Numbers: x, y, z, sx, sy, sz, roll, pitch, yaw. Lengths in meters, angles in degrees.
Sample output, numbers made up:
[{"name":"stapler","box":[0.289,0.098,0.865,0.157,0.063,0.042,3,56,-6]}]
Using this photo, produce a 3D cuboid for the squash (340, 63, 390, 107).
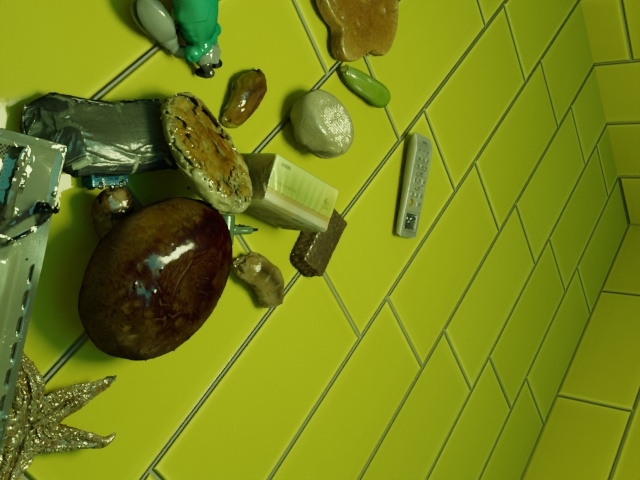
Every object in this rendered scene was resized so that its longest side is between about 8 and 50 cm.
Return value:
[{"name":"squash","box":[0.123,-0.421,1.911,0.201,0.066,0.066,26,74,-45]}]

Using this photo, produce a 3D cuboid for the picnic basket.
[{"name":"picnic basket","box":[0.000,0.000,1.817,0.110,0.055,0.193,47,61,-41]}]

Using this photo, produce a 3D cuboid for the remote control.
[{"name":"remote control","box":[0.275,-0.166,2.128,0.109,0.055,0.313,9,92,-56]}]

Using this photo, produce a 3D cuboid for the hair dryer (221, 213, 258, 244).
[{"name":"hair dryer","box":[-0.189,-0.024,1.611,0.150,0.047,0.071,-1,97,-60]}]

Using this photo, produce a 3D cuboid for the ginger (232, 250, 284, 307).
[{"name":"ginger","box":[-0.136,0.093,1.656,0.095,0.069,0.190,-45,131,-6]}]

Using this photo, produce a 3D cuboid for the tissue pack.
[{"name":"tissue pack","box":[-0.095,-0.108,1.611,0.234,0.159,0.125,26,75,-48]}]

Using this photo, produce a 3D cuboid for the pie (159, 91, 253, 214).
[{"name":"pie","box":[-0.225,-0.174,1.404,0.274,0.055,0.274,54,20,-30]}]

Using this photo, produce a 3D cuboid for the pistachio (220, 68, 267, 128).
[{"name":"pistachio","box":[-0.168,-0.327,1.589,0.089,0.049,0.173,52,56,-38]}]

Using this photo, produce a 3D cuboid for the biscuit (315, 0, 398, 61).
[{"name":"biscuit","box":[0.089,-0.602,1.855,0.344,0.057,0.287,19,79,-49]}]

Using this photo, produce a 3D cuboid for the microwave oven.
[{"name":"microwave oven","box":[-0.556,0.045,0.935,0.236,0.374,0.432,12,89,-50]}]

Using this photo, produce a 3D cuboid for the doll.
[{"name":"doll","box":[-0.278,-0.443,1.395,0.195,0.153,0.258,-50,148,-57]}]

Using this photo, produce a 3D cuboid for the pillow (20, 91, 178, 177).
[{"name":"pillow","box":[-0.386,-0.197,1.306,0.335,0.093,0.161,-12,75,-46]}]

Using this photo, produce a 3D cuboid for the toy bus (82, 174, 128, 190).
[{"name":"toy bus","box":[-0.409,-0.120,1.335,0.083,0.038,0.046,-13,101,-49]}]

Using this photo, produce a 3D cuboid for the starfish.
[{"name":"starfish","box":[-0.504,0.307,1.253,0.302,0.060,0.299,8,82,-44]}]

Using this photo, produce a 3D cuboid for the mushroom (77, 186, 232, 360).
[{"name":"mushroom","box":[-0.308,0.075,1.347,0.345,0.239,0.345,-16,123,-27]}]

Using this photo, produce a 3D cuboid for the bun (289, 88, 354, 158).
[{"name":"bun","box":[-0.004,-0.279,1.736,0.167,0.113,0.173,-20,86,-52]}]
